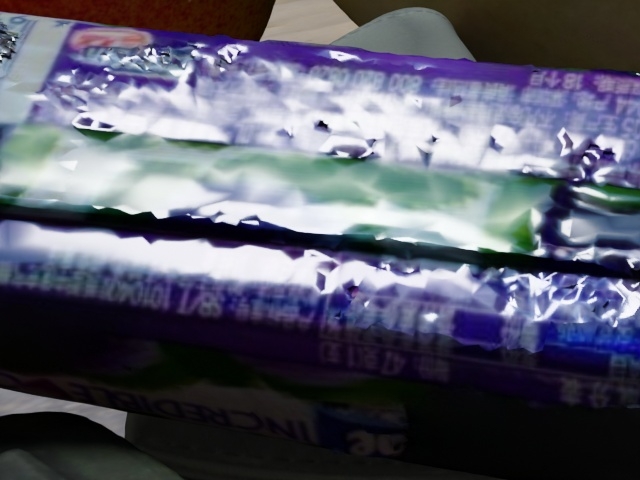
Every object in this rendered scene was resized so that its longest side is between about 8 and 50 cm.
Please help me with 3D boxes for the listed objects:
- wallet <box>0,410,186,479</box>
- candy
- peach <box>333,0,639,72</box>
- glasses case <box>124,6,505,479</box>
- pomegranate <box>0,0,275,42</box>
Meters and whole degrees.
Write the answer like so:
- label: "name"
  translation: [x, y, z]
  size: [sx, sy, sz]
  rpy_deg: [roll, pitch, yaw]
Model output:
- label: "wallet"
  translation: [-0.060, 0.100, 0.349]
  size: [0.168, 0.052, 0.245]
  rpy_deg: [-22, 22, -26]
- label: "candy"
  translation: [0.000, 0.000, 0.448]
  size: [0.312, 0.061, 0.088]
  rpy_deg: [8, 54, 14]
- label: "peach"
  translation: [0.103, -0.181, 0.804]
  size: [0.247, 0.292, 0.292]
  rpy_deg: [-44, 12, 10]
- label: "glasses case"
  translation: [0.004, -0.012, 0.614]
  size: [0.128, 0.083, 0.308]
  rpy_deg: [-10, 16, 0]
- label: "pomegranate"
  translation: [-0.104, -0.156, 0.941]
  size: [0.256, 0.221, 0.221]
  rpy_deg: [-16, 16, -33]
